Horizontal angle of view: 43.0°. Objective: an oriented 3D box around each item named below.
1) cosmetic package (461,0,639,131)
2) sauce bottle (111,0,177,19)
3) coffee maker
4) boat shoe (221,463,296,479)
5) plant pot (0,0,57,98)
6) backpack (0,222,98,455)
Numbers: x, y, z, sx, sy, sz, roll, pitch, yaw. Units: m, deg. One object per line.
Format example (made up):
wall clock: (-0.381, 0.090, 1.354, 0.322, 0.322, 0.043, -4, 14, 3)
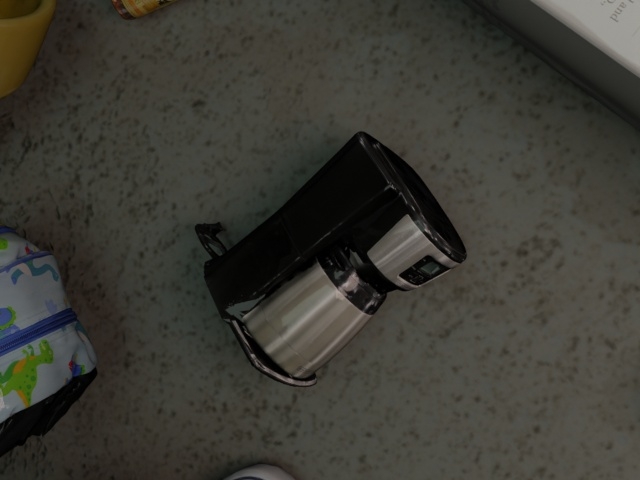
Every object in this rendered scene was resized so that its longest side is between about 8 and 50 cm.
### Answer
cosmetic package: (0.242, -0.150, 0.520, 0.385, 0.217, 0.156, 38, 103, 10)
sauce bottle: (-0.124, -0.235, 0.713, 0.128, 0.042, 0.042, -20, 87, 18)
coffee maker: (0.000, 0.000, 0.649, 0.178, 0.120, 0.171, -41, 81, 14)
boat shoe: (-0.118, 0.329, 0.715, 0.109, 0.094, 0.302, 37, 103, 12)
plant pot: (-0.393, -0.159, 0.705, 0.254, 0.254, 0.239, 39, 117, 11)
backpack: (-0.373, 0.127, 0.691, 0.356, 0.290, 0.273, -12, 88, 8)
